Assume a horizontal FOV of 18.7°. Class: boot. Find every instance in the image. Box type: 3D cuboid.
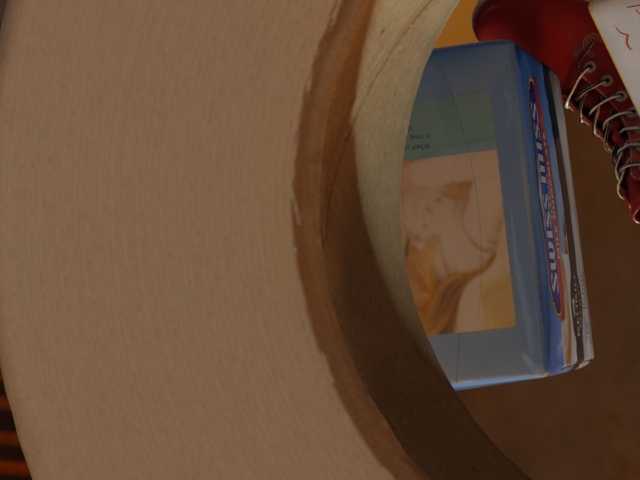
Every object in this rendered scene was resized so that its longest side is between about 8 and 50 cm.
[{"bbox_3d":[0.214,-0.101,1.474,0.088,0.244,0.176,108,8,-46],"label":"boot"}]

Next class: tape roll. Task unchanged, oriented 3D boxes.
[{"bbox_3d":[0.103,-0.012,0.476,0.392,0.072,0.392,0,-90,20],"label":"tape roll"}]

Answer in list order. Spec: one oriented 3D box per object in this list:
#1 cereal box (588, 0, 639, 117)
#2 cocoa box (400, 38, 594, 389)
[{"bbox_3d":[0.263,-0.078,0.881,0.240,0.173,0.047,-9,-141,30],"label":"cereal box"},{"bbox_3d":[0.000,0.000,1.387,0.228,0.347,0.231,7,77,-75],"label":"cocoa box"}]
